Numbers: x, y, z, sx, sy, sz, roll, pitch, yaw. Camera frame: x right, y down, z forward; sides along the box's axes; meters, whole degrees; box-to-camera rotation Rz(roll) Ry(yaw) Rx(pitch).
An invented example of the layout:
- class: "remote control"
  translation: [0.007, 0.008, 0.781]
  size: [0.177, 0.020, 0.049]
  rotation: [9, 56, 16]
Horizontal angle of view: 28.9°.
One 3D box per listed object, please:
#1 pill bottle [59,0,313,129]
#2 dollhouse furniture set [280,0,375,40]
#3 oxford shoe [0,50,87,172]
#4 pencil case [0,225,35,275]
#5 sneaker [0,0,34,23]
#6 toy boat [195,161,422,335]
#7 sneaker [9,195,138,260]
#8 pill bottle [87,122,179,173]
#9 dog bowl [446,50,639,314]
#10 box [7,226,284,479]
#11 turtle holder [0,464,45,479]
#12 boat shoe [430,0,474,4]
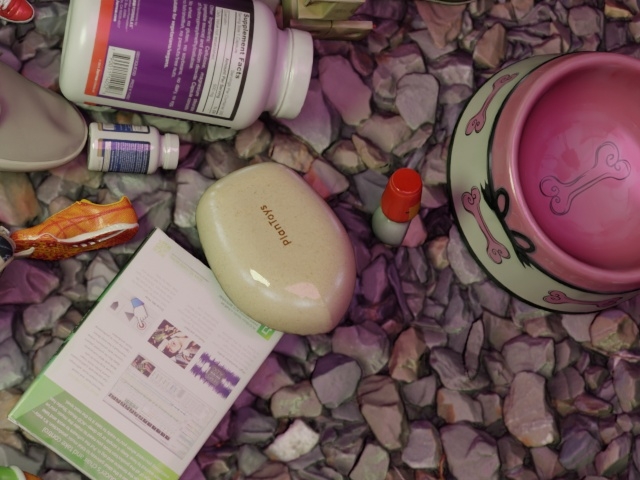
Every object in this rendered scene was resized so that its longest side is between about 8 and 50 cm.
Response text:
- class: "pill bottle"
  translation: [-0.181, -0.252, 1.680]
  size: [0.323, 0.181, 0.181]
  rotation: [9, 80, -15]
- class: "dollhouse furniture set"
  translation: [0.024, -0.369, 1.752]
  size: [0.129, 0.184, 0.129]
  rotation: [-1, 83, -16]
- class: "oxford shoe"
  translation: [-0.465, -0.205, 1.533]
  size: [0.449, 0.130, 0.169]
  rotation: [24, 41, -41]
- class: "pencil case"
  translation: [-0.559, -0.077, 1.560]
  size: [0.410, 0.160, 0.183]
  rotation: [51, 50, -4]
- class: "sneaker"
  translation: [-0.440, -0.337, 1.676]
  size: [0.118, 0.067, 0.042]
  rotation: [29, 76, -11]
- class: "toy boat"
  translation: [0.000, 0.000, 1.717]
  size: [0.318, 0.148, 0.267]
  rotation: [-21, 66, -17]
- class: "sneaker"
  translation: [-0.335, -0.017, 1.676]
  size: [0.175, 0.064, 0.067]
  rotation: [-12, 65, -22]
- class: "pill bottle"
  translation: [-0.257, -0.125, 1.700]
  size: [0.120, 0.067, 0.067]
  rotation: [3, 82, -15]
- class: "dog bowl"
  translation: [0.403, -0.098, 1.844]
  size: [0.408, 0.150, 0.408]
  rotation: [2, 83, -16]
- class: "box"
  translation: [-0.230, 0.177, 1.674]
  size: [0.232, 0.058, 0.322]
  rotation: [39, 73, -8]
- class: "turtle holder"
  translation: [-0.399, 0.433, 1.496]
  size: [0.227, 0.243, 0.320]
  rotation: [21, 67, -30]
- class: "boat shoe"
  translation: [0.179, -0.400, 1.861]
  size: [0.228, 0.069, 0.081]
  rotation: [-6, 84, -17]
